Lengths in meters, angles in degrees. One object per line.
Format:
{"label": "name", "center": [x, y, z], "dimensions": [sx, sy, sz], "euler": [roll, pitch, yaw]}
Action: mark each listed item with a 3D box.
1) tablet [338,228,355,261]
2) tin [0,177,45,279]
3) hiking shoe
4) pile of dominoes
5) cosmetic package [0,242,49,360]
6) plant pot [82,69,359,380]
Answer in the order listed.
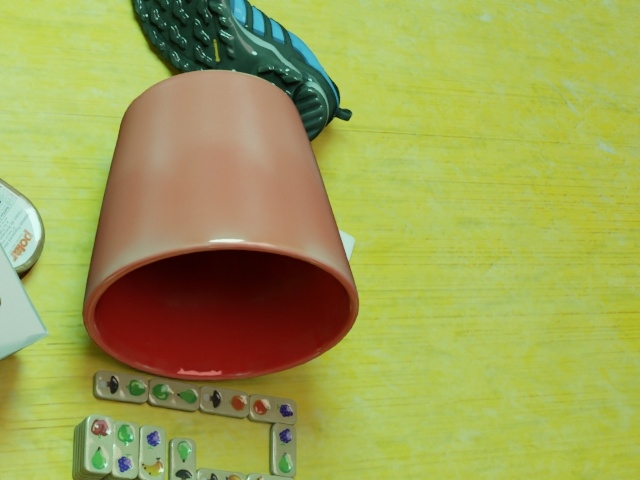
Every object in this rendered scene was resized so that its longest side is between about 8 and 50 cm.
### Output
{"label": "tablet", "center": [0.000, 0.000, 1.647], "dimensions": [0.083, 0.006, 0.054], "euler": [29, 56, -17]}
{"label": "tin", "center": [-0.364, -0.031, 1.419], "dimensions": [0.189, 0.040, 0.106], "euler": [37, 58, -12]}
{"label": "hiking shoe", "center": [-0.101, -0.229, 1.651], "dimensions": [0.304, 0.113, 0.132], "euler": [48, 22, 4]}
{"label": "pile of dominoes", "center": [-0.127, 0.234, 1.438], "dimensions": [0.251, 0.040, 0.196], "euler": [12, 62, -27]}
{"label": "cosmetic package", "center": [-0.355, 0.011, 1.316], "dimensions": [0.107, 0.127, 0.238], "euler": [-31, 96, -20]}
{"label": "plant pot", "center": [-0.106, -0.022, 1.451], "dimensions": [0.275, 0.275, 0.243], "euler": [12, 52, -27]}
